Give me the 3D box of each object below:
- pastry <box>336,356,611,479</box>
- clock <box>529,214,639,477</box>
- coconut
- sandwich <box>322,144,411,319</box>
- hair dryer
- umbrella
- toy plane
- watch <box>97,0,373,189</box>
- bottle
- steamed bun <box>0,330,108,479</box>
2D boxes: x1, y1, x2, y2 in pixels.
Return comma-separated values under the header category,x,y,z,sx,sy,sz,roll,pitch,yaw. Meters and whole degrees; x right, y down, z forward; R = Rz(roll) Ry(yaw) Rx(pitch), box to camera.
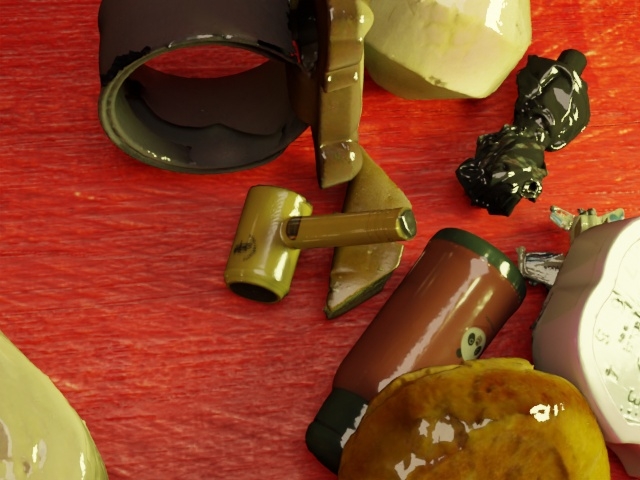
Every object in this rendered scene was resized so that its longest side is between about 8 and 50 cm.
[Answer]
category,x,y,z,sx,sy,sz,roll,pitch,yaw
pastry,0.177,0.291,1.603,0.356,0.164,0.356,-9,115,-20
clock,0.432,0.129,1.742,0.338,0.102,0.339,3,84,-26
coconut,0.153,-0.297,1.840,0.259,0.259,0.259,2,70,-7
sandwich,0.065,-0.003,1.795,0.088,0.090,0.244,11,67,1
hair dryer,0.000,0.000,1.709,0.090,0.278,0.135,35,62,-40
umbrella,0.290,-0.151,1.875,0.122,0.110,0.272,32,65,5
toy plane,0.351,0.081,1.813,0.192,0.088,0.262,3,80,-1
watch,-0.116,-0.240,1.714,0.326,0.335,0.314,-4,60,-7
bottle,0.111,0.148,1.716,0.144,0.144,0.336,37,70,6
steamed bun,-0.453,0.205,1.503,0.456,0.371,0.290,43,72,12
